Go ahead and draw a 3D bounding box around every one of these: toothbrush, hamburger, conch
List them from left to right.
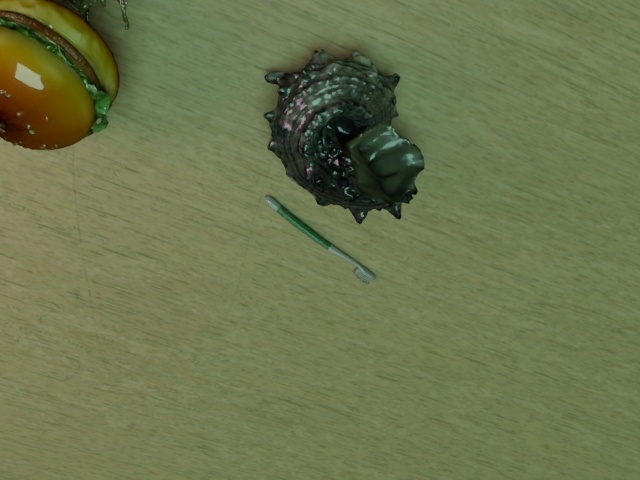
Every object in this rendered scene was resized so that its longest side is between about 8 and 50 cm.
[{"bbox_3d":[-0.423,-0.228,1.251,0.246,0.170,0.246,20,149,13],"label":"hamburger"},{"bbox_3d":[0.000,0.000,1.523,0.257,0.018,0.024,38,114,-20],"label":"toothbrush"},{"bbox_3d":[0.046,-0.171,1.374,0.240,0.186,0.313,-37,93,4],"label":"conch"}]

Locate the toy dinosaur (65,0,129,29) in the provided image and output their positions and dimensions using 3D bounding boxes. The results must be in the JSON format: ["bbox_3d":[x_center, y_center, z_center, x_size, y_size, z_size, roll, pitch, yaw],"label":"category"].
[{"bbox_3d":[-0.337,-0.395,1.276,0.327,0.113,0.207,-40,87,3],"label":"toy dinosaur"}]
